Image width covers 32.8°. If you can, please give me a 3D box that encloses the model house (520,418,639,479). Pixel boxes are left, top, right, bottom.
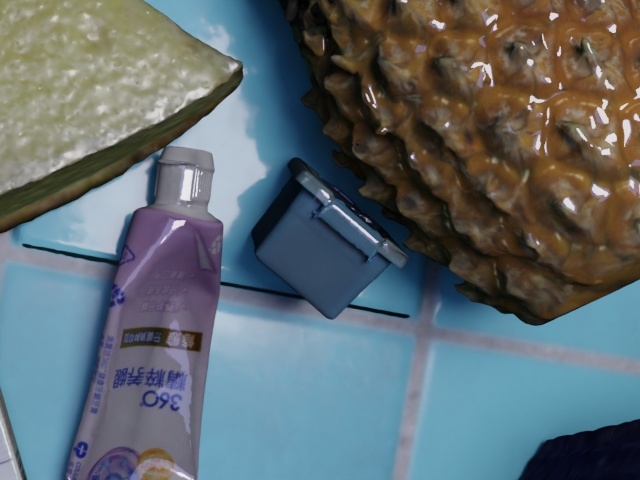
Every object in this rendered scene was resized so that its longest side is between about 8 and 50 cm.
[{"bbox_3d":[0.232,0.236,0.569,0.280,0.245,0.312,-13,82,-18],"label":"model house"}]

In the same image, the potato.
[{"bbox_3d":[-0.215,-0.124,0.538,0.270,0.112,0.255,-27,90,-15],"label":"potato"}]

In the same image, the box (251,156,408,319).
[{"bbox_3d":[0.000,0.000,0.596,0.074,0.099,0.054,38,95,-10],"label":"box"}]

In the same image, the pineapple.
[{"bbox_3d":[0.047,-0.123,0.570,0.362,0.202,0.202,39,79,2],"label":"pineapple"}]

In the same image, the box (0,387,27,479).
[{"bbox_3d":[-0.211,0.105,0.562,0.100,0.048,0.152,-17,94,-16],"label":"box"}]

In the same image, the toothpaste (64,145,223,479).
[{"bbox_3d":[-0.098,0.098,0.593,0.075,0.048,0.300,10,88,-18],"label":"toothpaste"}]
